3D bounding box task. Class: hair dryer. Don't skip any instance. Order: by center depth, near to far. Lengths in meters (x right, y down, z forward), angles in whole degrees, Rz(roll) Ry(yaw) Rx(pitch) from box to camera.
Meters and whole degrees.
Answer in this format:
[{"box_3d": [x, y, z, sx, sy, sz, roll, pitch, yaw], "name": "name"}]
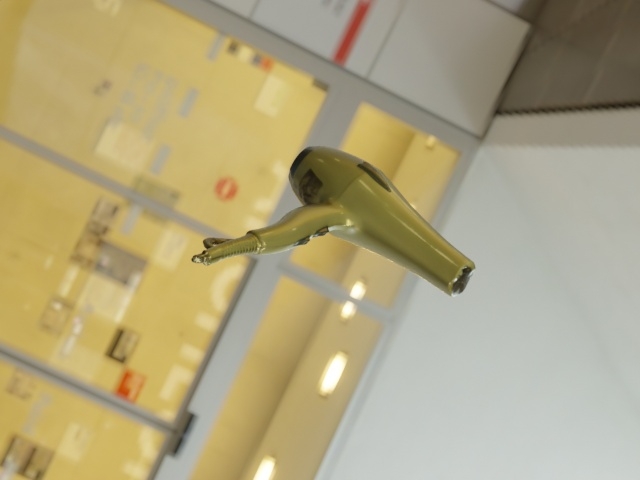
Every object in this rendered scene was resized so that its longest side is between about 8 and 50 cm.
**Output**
[{"box_3d": [0.020, 0.006, 1.066, 0.199, 0.167, 0.067, -42, 155, -55], "name": "hair dryer"}]
